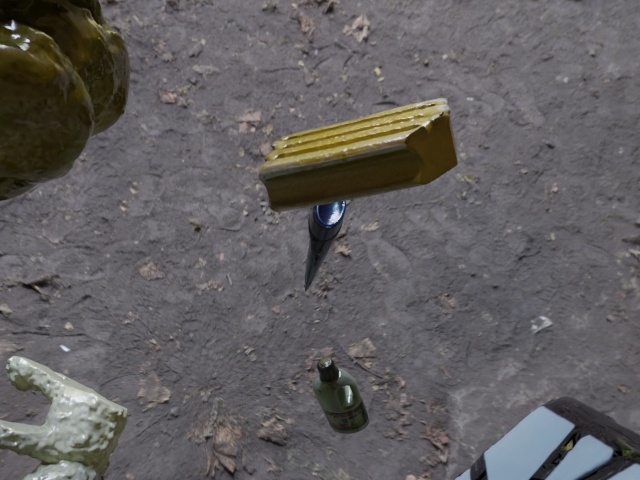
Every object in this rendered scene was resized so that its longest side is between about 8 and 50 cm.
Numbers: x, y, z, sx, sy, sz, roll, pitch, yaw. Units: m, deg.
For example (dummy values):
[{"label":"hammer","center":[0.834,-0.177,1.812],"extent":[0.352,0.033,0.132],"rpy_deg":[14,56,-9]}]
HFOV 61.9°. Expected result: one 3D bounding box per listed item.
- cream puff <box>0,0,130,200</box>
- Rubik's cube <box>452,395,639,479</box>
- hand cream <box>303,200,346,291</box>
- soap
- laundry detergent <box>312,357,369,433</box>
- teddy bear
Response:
[{"label":"cream puff","center":[-0.266,-0.166,0.379],"extent":[0.282,0.185,0.282],"rpy_deg":[30,35,-24]},{"label":"Rubik's cube","center":[0.229,0.337,0.422],"extent":[0.288,0.293,0.283],"rpy_deg":[-41,90,-3]},{"label":"hand cream","center":[0.000,0.000,1.023],"extent":[0.061,0.270,0.120],"rpy_deg":[12,63,-1]},{"label":"soap","center":[0.051,-0.109,0.672],"extent":[0.232,0.140,0.073],"rpy_deg":[-10,119,16]},{"label":"laundry detergent","center":[0.040,0.343,1.192],"extent":[0.099,0.226,0.070],"rpy_deg":[-3,39,20]},{"label":"teddy bear","center":[-0.597,0.487,1.148],"extent":[0.375,0.327,0.362],"rpy_deg":[13,64,27]}]
